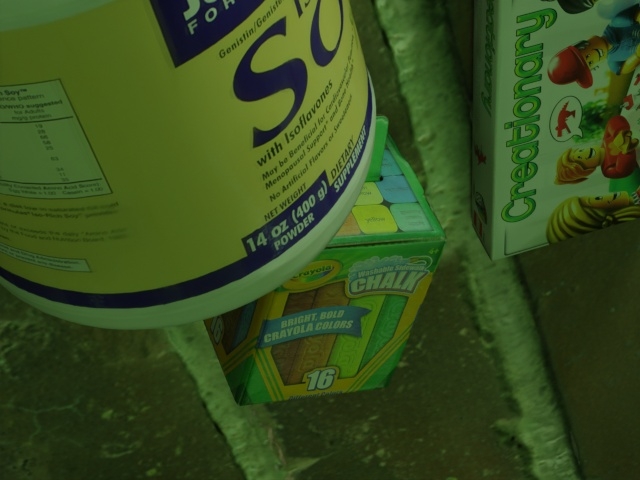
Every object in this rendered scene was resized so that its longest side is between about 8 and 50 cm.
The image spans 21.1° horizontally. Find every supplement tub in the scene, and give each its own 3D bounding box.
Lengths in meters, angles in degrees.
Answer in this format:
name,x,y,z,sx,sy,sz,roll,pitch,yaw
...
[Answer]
name,x,y,z,sx,sy,sz,roll,pitch,yaw
supplement tub,-0.114,-0.138,0.833,0.241,0.241,0.331,-22,141,-3

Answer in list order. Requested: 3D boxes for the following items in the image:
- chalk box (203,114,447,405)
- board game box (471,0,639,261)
name,x,y,z,sx,sy,sz,roll,pitch,yaw
chalk box,0.000,0.000,1.266,0.132,0.132,0.213,-5,136,-23
board game box,0.211,-0.124,1.298,0.193,0.053,0.305,-16,140,-9
